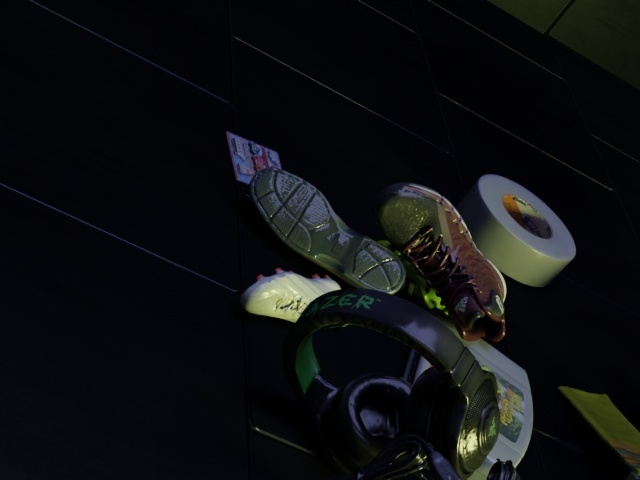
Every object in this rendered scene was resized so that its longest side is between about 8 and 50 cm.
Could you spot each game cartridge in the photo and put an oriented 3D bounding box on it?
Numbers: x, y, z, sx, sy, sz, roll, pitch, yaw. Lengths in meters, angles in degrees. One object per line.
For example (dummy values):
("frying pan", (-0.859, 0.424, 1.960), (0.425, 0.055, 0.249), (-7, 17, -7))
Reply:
("game cartridge", (0.208, 0.223, 1.898), (0.196, 0.060, 0.294), (39, 27, -7))

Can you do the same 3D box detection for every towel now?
("towel", (0.457, 0.294, 2.052), (0.102, 0.021, 0.237), (18, 18, -30))

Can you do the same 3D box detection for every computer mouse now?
("computer mouse", (0.098, 0.341, 1.464), (0.060, 0.184, 0.262), (44, 13, -46))

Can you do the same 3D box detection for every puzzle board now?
("puzzle board", (-0.097, -0.116, 2.091), (0.096, 0.011, 0.128), (22, 31, -28))

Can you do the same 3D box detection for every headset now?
("headset", (0.123, 0.206, 1.633), (0.394, 0.243, 0.185), (58, 44, -21))

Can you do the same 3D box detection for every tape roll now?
("tape roll", (0.349, -0.019, 2.409), (0.219, 0.072, 0.219), (29, 28, -17))

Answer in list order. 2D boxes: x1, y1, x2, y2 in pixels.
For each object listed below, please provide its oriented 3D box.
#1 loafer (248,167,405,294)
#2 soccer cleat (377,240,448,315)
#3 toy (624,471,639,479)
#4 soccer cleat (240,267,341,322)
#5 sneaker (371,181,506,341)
("loafer", (0.000, 0.000, 1.977), (0.267, 0.084, 0.096), (38, 70, 1))
("soccer cleat", (0.138, 0.055, 2.061), (0.179, 0.060, 0.072), (39, -17, -26))
("toy", (0.511, 0.395, 1.992), (0.137, 0.056, 0.237), (46, 28, 12))
("soccer cleat", (-0.028, 0.083, 1.814), (0.196, 0.068, 0.076), (3, 46, -52))
("sneaker", (0.187, 0.043, 1.940), (0.281, 0.106, 0.162), (42, 21, -27))
